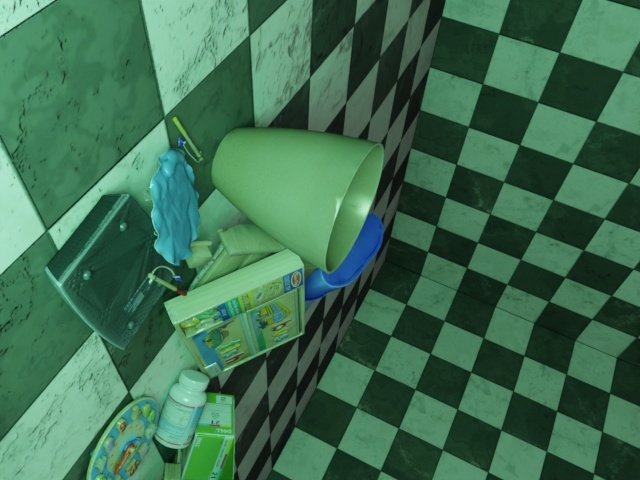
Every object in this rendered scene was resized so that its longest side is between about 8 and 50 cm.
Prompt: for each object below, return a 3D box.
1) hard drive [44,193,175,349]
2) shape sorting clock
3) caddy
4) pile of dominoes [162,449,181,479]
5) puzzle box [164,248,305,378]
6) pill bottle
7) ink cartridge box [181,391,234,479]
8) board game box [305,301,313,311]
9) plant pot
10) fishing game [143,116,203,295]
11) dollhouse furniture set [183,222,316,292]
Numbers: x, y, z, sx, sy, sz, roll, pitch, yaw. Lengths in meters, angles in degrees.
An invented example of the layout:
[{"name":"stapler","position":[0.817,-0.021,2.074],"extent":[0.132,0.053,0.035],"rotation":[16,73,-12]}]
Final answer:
[{"name":"hard drive","position":[-0.306,0.050,0.880],"extent":[0.172,0.054,0.254],"rotation":[-61,165,-24]},{"name":"shape sorting clock","position":[-0.389,0.412,1.178],"extent":[0.206,0.040,0.206],"rotation":[-60,165,-28]},{"name":"caddy","position":[0.000,0.000,1.510],"extent":[0.179,0.241,0.341],"rotation":[-21,-160,50]},{"name":"pile of dominoes","position":[-0.394,0.663,1.472],"extent":[0.196,0.040,0.251],"rotation":[-113,-142,-63]},{"name":"puzzle box","position":[-0.162,0.174,1.282],"extent":[0.272,0.052,0.409],"rotation":[-25,155,-13]},{"name":"pill bottle","position":[-0.309,0.377,1.324],"extent":[0.160,0.087,0.087],"rotation":[-68,166,5]},{"name":"ink cartridge box","position":[-0.269,0.519,1.395],"extent":[0.255,0.097,0.188],"rotation":[-102,-152,-53]},{"name":"board game box","position":[-0.089,0.119,1.621],"extent":[0.275,0.142,0.144],"rotation":[-49,157,-52]},{"name":"plant pot","position":[-0.055,-0.109,1.107],"extent":[0.256,0.274,0.256],"rotation":[-59,164,-28]},{"name":"fishing game","position":[-0.233,-0.052,0.917],"extent":[0.189,0.041,0.264],"rotation":[63,28,-73]},{"name":"dollhouse furniture set","position":[-0.207,0.040,1.245],"extent":[0.356,0.173,0.303],"rotation":[-3,145,-45]}]
